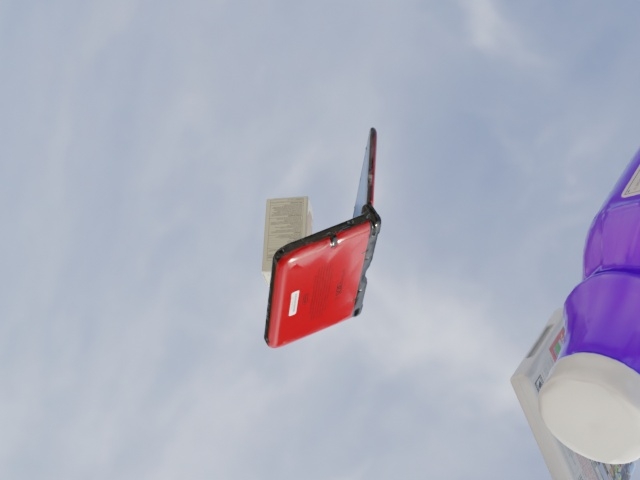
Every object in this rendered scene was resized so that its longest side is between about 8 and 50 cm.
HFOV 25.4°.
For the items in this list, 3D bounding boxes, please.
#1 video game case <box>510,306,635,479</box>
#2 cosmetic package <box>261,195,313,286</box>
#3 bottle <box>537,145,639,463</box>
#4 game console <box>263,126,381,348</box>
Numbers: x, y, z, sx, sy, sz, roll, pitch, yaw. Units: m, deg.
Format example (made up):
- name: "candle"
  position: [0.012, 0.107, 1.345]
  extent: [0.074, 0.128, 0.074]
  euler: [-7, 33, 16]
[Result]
- name: "video game case"
  position: [0.267, 0.193, 1.486]
  extent: [0.023, 0.183, 0.201]
  euler: [-19, -79, 29]
- name: "cosmetic package"
  position: [-0.043, 0.001, 1.867]
  extent: [0.060, 0.041, 0.115]
  euler: [-2, -122, 11]
- name: "bottle"
  position: [0.217, 0.012, 0.857]
  extent: [0.092, 0.283, 0.118]
  euler: [-14, -63, 46]
- name: "game console"
  position: [0.000, 0.000, 1.101]
  extent: [0.085, 0.124, 0.144]
  euler: [59, -20, 27]
